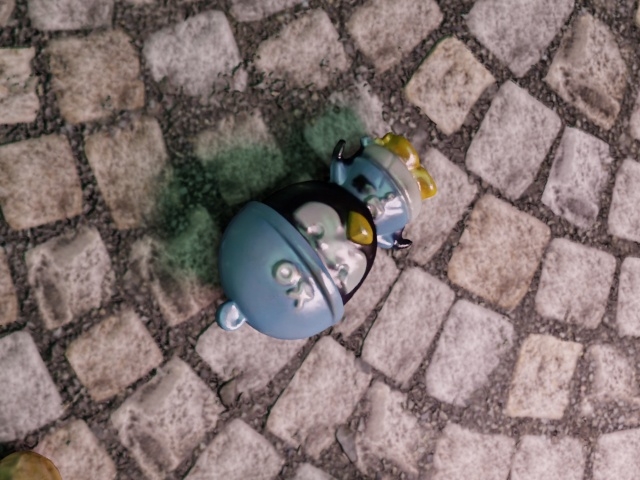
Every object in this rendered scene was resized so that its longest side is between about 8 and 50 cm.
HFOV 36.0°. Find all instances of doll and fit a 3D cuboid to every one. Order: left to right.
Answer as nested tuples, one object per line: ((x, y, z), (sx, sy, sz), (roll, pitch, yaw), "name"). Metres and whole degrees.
((0.000, 0.000, 1.159), (0.314, 0.141, 0.177), (-41, 109, -17), "doll")

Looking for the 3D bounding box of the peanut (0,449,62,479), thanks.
((-0.325, 0.346, 1.086), (0.103, 0.098, 0.229), (-3, 94, 22), "peanut")
